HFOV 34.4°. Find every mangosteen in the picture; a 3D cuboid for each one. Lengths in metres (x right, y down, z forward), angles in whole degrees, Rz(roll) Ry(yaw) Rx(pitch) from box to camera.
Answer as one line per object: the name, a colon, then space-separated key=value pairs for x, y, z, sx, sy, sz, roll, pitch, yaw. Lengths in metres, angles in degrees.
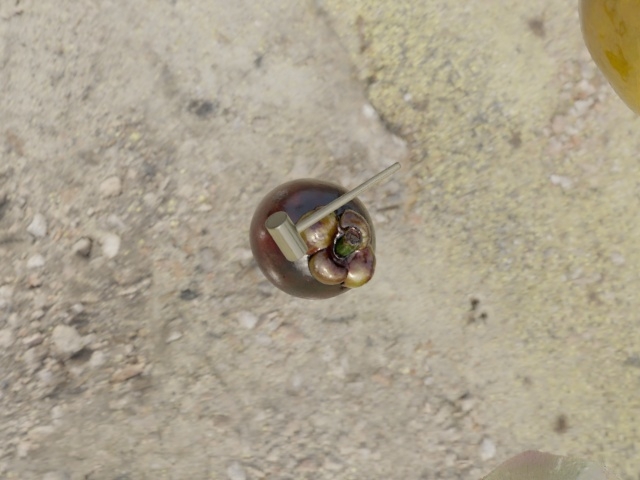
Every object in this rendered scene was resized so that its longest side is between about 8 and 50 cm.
mangosteen: x=0.000 y=0.000 z=1.009 sx=0.140 sy=0.140 sz=0.140 roll=6 pitch=75 yaw=-24

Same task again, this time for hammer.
hammer: x=0.013 y=-0.028 z=0.774 sx=0.110 sy=0.019 sz=0.035 roll=-33 pitch=124 yaw=-3

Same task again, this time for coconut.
coconut: x=0.302 y=0.376 z=1.303 sx=0.245 sy=0.233 sz=0.233 roll=44 pitch=54 yaw=-56

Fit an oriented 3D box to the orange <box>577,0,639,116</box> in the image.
orange: x=0.332 y=-0.197 z=0.784 sx=0.279 sy=0.235 sz=0.279 roll=-3 pitch=75 yaw=13
